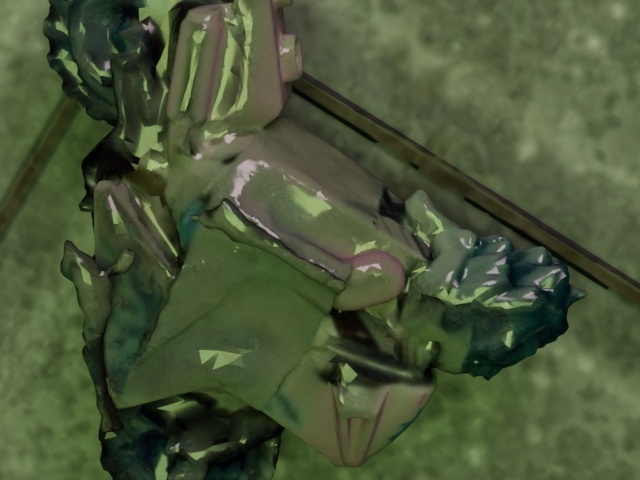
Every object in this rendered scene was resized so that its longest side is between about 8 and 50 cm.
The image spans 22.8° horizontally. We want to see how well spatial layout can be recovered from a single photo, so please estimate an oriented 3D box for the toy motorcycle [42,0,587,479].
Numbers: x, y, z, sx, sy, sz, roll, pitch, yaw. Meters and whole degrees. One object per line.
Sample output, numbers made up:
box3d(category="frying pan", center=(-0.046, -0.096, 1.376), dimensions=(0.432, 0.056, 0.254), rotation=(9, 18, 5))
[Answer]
box3d(category="toy motorcycle", center=(0.001, -0.002, 0.626), dimensions=(0.204, 0.108, 0.239), rotation=(-2, 123, 10))
